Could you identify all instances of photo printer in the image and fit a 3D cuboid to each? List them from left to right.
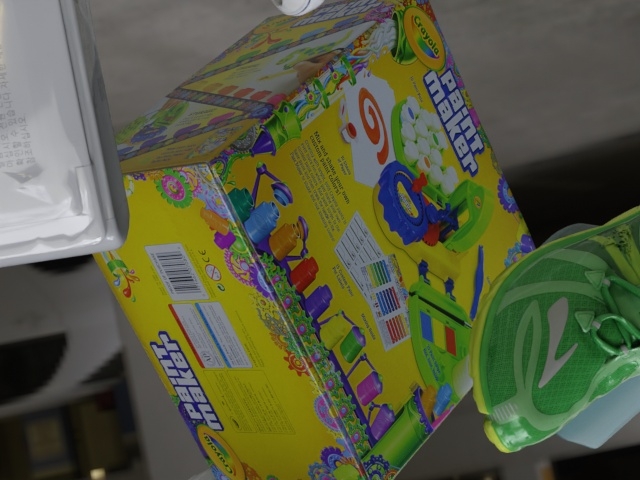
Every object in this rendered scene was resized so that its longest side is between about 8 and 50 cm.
[{"bbox_3d":[-0.291,-0.095,1.015,0.307,0.256,0.107,-9,-167,3],"label":"photo printer"}]

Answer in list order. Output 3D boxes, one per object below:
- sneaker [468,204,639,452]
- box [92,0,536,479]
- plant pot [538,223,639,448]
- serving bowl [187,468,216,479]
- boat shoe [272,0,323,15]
[{"bbox_3d":[0.215,0.035,1.085,0.295,0.109,0.123,-34,-163,-26],"label":"sneaker"},{"bbox_3d":[0.000,0.000,1.281,0.177,0.290,0.279,-4,-151,44],"label":"box"},{"bbox_3d":[0.242,0.086,1.569,0.166,0.165,0.234,-44,160,12],"label":"plant pot"},{"bbox_3d":[-0.107,0.219,1.382,0.083,0.027,0.083,-44,169,-11],"label":"serving bowl"},{"bbox_3d":[-0.016,-0.115,0.661,0.035,0.035,0.100,-24,171,-14],"label":"boat shoe"}]
